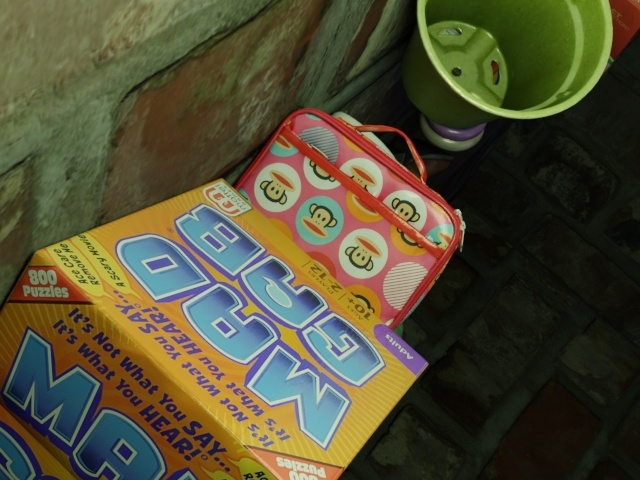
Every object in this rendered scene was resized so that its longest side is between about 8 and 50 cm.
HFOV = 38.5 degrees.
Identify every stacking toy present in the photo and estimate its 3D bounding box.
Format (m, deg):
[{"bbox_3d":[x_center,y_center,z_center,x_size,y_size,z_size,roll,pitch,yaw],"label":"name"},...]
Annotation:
[{"bbox_3d":[0.299,-0.320,1.813,0.141,0.141,0.330,-44,166,-26],"label":"stacking toy"}]

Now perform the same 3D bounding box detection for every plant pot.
[{"bbox_3d":[0.238,-0.280,1.335,0.276,0.276,0.254,-46,-178,-13],"label":"plant pot"}]

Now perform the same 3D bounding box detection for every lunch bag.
[{"bbox_3d":[0.041,-0.034,1.231,0.258,0.293,0.120,-53,172,7],"label":"lunch bag"}]

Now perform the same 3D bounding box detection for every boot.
[{"bbox_3d":[0.149,-0.066,1.896,0.264,0.096,0.280,-17,131,-51],"label":"boot"}]

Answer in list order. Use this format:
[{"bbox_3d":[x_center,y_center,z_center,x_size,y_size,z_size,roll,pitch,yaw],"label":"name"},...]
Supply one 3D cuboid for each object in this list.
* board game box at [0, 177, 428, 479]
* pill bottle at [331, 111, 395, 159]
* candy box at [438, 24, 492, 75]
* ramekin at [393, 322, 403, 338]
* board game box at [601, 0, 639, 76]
[{"bbox_3d":[-0.161,0.203,1.064,0.356,0.356,0.356,-52,171,27],"label":"board game box"},{"bbox_3d":[-0.010,-0.062,1.375,0.245,0.136,0.136,-47,171,-5],"label":"pill bottle"},{"bbox_3d":[0.319,-0.432,1.514,0.316,0.087,0.183,-53,171,32],"label":"candy box"},{"bbox_3d":[0.009,0.148,1.721,0.303,0.303,0.148,-47,147,-7],"label":"ramekin"},{"bbox_3d":[0.562,-0.488,1.958,0.064,0.242,0.316,-44,170,-16],"label":"board game box"}]
